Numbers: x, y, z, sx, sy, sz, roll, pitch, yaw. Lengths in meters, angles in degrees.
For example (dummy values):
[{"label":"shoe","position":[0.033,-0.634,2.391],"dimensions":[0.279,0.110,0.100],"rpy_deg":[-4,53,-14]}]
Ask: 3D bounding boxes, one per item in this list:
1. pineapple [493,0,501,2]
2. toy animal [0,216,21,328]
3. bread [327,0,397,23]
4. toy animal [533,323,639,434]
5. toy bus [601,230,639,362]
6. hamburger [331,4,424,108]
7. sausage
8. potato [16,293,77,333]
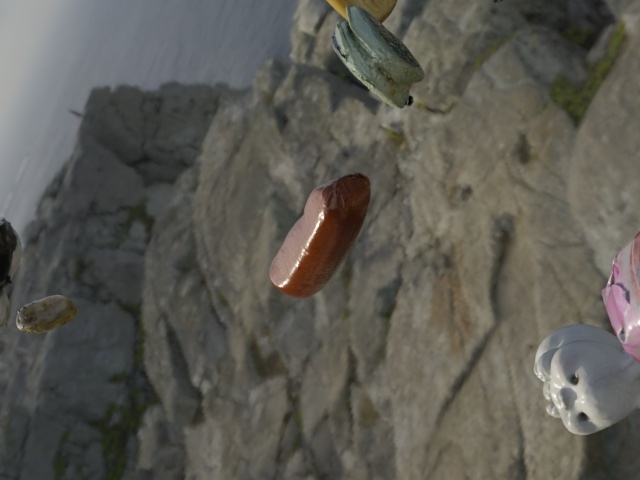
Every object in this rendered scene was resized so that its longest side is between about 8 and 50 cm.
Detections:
[{"label":"pineapple","position":[0.277,-0.607,1.886],"dimensions":[0.272,0.262,0.262],"rpy_deg":[40,112,25]},{"label":"toy animal","position":[-0.425,0.054,1.224],"dimensions":[0.166,0.138,0.179],"rpy_deg":[-159,72,-69]},{"label":"bread","position":[0.064,-0.556,2.258],"dimensions":[0.147,0.217,0.098],"rpy_deg":[-54,19,-24]},{"label":"toy animal","position":[0.391,0.184,1.448],"dimensions":[0.193,0.179,0.127],"rpy_deg":[-173,66,-79]},{"label":"toy bus","position":[0.431,0.065,1.052],"dimensions":[0.147,0.303,0.127],"rpy_deg":[128,146,-56]},{"label":"hamburger","position":[0.072,-0.237,1.340],"dimensions":[0.062,0.133,0.140],"rpy_deg":[-46,52,18]},{"label":"sausage","position":[0.001,0.000,1.687],"dimensions":[0.094,0.097,0.348],"rpy_deg":[63,152,18]},{"label":"potato","position":[-0.376,0.103,1.435],"dimensions":[0.040,0.083,0.051],"rpy_deg":[97,152,-48]}]
